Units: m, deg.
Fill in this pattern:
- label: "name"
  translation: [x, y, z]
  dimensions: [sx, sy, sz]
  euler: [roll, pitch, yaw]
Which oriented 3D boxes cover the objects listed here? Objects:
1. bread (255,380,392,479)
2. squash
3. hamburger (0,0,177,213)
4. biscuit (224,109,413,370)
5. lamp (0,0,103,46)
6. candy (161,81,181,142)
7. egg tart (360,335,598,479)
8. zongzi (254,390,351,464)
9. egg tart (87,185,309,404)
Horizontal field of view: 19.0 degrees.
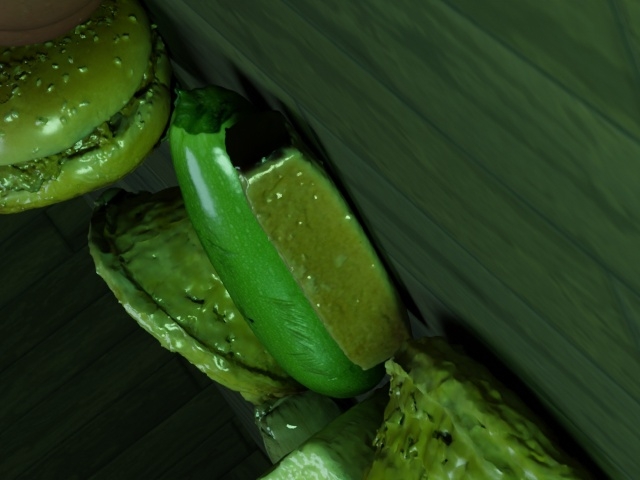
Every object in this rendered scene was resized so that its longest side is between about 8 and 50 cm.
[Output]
- label: "bread"
  translation: [0.061, 0.233, 1.314]
  dimensions: [0.240, 0.135, 0.178]
  euler: [54, -149, 4]
- label: "squash"
  translation: [-0.024, 0.016, 1.245]
  dimensions: [0.082, 0.082, 0.292]
  euler: [44, 169, 45]
- label: "hamburger"
  translation: [-0.200, -0.106, 1.314]
  dimensions: [0.182, 0.191, 0.118]
  euler: [54, 174, 49]
- label: "biscuit"
  translation: [0.000, 0.000, 1.155]
  dimensions: [0.188, 0.052, 0.056]
  euler: [60, -179, -40]
- label: "lamp"
  translation: [-0.152, -0.187, 0.932]
  dimensions: [0.182, 0.140, 0.182]
  euler: [161, 90, -79]
- label: "candy"
  translation: [-0.085, -0.055, 1.450]
  dimensions: [0.202, 0.061, 0.061]
  euler: [47, 176, -28]
- label: "egg tart"
  translation: [0.107, 0.189, 1.119]
  dimensions: [0.294, 0.123, 0.294]
  euler: [50, 170, 12]
- label: "zongzi"
  translation: [-0.008, 0.190, 1.916]
  dimensions: [0.194, 0.099, 0.197]
  euler: [57, 178, -30]
- label: "egg tart"
  translation: [-0.069, 0.026, 1.387]
  dimensions: [0.212, 0.090, 0.212]
  euler: [37, -163, -14]
